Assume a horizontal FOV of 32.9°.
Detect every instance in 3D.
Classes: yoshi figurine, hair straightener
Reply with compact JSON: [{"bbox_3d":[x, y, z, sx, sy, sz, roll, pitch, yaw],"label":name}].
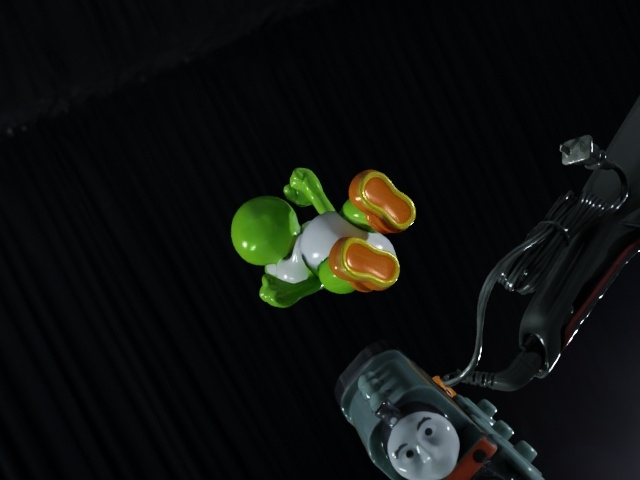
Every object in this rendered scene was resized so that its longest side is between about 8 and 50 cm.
[{"bbox_3d":[-0.025,-0.004,1.616,0.203,0.203,0.362,-21,-178,-27],"label":"yoshi figurine"},{"bbox_3d":[0.134,-0.015,0.571,0.230,0.089,0.047,-46,-148,-16],"label":"hair straightener"}]

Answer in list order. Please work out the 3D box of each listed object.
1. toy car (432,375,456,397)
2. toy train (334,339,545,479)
[{"bbox_3d":[0.183,0.184,1.391,0.122,0.060,0.040,-35,160,22],"label":"toy car"},{"bbox_3d":[0.115,0.214,1.169,0.142,0.190,0.334,-49,-174,1],"label":"toy train"}]
